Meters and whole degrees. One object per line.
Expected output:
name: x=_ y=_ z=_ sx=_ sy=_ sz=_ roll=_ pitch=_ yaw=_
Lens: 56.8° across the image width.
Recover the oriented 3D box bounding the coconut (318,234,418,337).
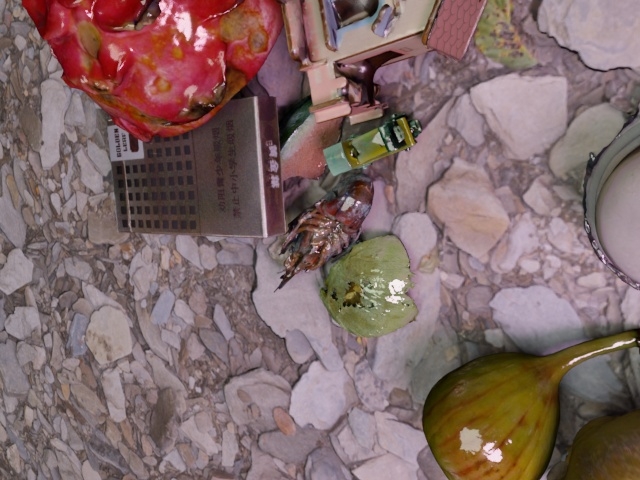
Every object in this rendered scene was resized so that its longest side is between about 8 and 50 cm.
coconut: x=0.064 y=0.069 z=0.782 sx=0.133 sy=0.055 sz=0.158 roll=41 pitch=119 yaw=23

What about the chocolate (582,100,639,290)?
chocolate: x=0.330 y=-0.032 z=0.537 sx=0.221 sy=0.147 sz=0.222 roll=4 pitch=97 yaw=34

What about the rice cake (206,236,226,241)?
rice cake: x=-0.163 y=-0.099 z=0.895 sx=0.069 sy=0.063 sz=0.207 roll=-19 pitch=86 yaw=40

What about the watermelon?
watermelon: x=-0.016 y=-0.155 z=0.804 sx=0.155 sy=0.080 sz=0.101 roll=-57 pitch=33 yaw=29

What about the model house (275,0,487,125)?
model house: x=0.080 y=-0.310 z=0.638 sx=0.244 sy=0.169 sz=0.327 roll=-8 pitch=90 yaw=29

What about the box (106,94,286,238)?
box: x=-0.188 y=-0.097 z=0.842 sx=0.324 sy=0.047 sz=0.181 roll=2 pitch=100 yaw=39

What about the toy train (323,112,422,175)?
toy train: x=0.064 y=-0.120 z=0.735 sx=0.122 sy=0.081 sz=0.050 roll=-20 pitch=94 yaw=34

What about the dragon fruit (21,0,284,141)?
dragon fruit: x=-0.223 y=-0.336 z=0.746 sx=0.370 sy=0.249 sz=0.387 roll=22 pitch=90 yaw=38

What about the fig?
fig: x=0.228 y=0.171 z=0.644 sx=0.259 sy=0.151 sz=0.151 roll=-47 pitch=73 yaw=24

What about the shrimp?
shrimp: x=0.000 y=0.000 z=0.802 sx=0.090 sy=0.079 sz=0.233 roll=29 pitch=123 yaw=-16

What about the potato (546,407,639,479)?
potato: x=0.378 y=0.239 z=0.517 sx=0.350 sy=0.202 sz=0.219 roll=-2 pitch=96 yaw=34
